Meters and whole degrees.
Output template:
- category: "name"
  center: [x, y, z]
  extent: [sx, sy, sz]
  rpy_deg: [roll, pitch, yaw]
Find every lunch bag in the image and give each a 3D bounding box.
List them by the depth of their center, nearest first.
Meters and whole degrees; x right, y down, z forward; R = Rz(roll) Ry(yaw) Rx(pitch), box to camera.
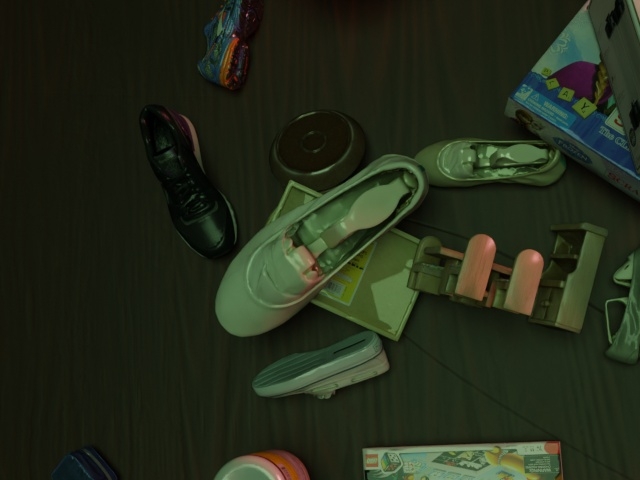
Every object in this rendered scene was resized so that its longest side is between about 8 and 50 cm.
- category: "lunch bag"
  center: [-0.395, 0.394, 1.596]
  extent: [0.098, 0.065, 0.067]
  rpy_deg: [46, 108, 14]

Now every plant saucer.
- category: "plant saucer"
  center: [-0.009, -0.158, 1.592]
  extent: [0.168, 0.029, 0.169]
  rpy_deg: [-8, 57, 13]

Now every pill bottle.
- category: "pill bottle"
  center: [-0.083, 0.381, 1.452]
  extent: [0.117, 0.215, 0.117]
  rpy_deg: [-2, 80, 12]

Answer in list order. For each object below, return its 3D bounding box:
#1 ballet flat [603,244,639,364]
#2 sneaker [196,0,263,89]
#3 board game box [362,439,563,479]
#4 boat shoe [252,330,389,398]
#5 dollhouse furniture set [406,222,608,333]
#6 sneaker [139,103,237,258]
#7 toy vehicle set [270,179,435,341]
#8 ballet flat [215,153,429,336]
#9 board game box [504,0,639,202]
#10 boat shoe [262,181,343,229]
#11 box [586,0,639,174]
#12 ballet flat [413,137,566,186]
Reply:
- category: "ballet flat"
  center: [0.474, 0.081, 1.458]
  extent: [0.068, 0.072, 0.213]
  rpy_deg: [10, 83, 20]
- category: "sneaker"
  center: [-0.165, -0.377, 1.670]
  extent: [0.087, 0.083, 0.221]
  rpy_deg: [10, 79, 22]
- category: "board game box"
  center: [0.221, 0.410, 1.465]
  extent: [0.305, 0.053, 0.193]
  rpy_deg: [-5, 80, 11]
- category: "boat shoe"
  center: [0.003, 0.221, 1.531]
  extent: [0.226, 0.083, 0.076]
  rpy_deg: [-20, 113, 17]
- category: "dollhouse furniture set"
  center: [0.284, 0.028, 1.442]
  extent: [0.242, 0.212, 0.161]
  rpy_deg: [17, 86, -12]
- category: "sneaker"
  center: [-0.240, -0.099, 1.613]
  extent: [0.107, 0.124, 0.283]
  rpy_deg: [-28, 76, 7]
- category: "toy vehicle set"
  center: [0.036, 0.033, 1.538]
  extent: [0.266, 0.035, 0.166]
  rpy_deg: [25, 87, -2]
- category: "ballet flat"
  center: [0.000, 0.000, 1.453]
  extent: [0.400, 0.139, 0.139]
  rpy_deg: [-37, 75, -4]
- category: "board game box"
  center: [0.508, -0.236, 1.472]
  extent: [0.318, 0.066, 0.318]
  rpy_deg: [36, 76, 15]
- category: "boat shoe"
  center: [-0.030, -0.042, 1.582]
  extent: [0.178, 0.064, 0.060]
  rpy_deg: [-48, 47, -1]
- category: "box"
  center: [0.473, -0.262, 1.359]
  extent: [0.087, 0.169, 0.290]
  rpy_deg: [-11, 70, 0]
- category: "ballet flat"
  center: [0.268, -0.131, 1.532]
  extent: [0.248, 0.086, 0.086]
  rpy_deg: [-1, 81, 12]
